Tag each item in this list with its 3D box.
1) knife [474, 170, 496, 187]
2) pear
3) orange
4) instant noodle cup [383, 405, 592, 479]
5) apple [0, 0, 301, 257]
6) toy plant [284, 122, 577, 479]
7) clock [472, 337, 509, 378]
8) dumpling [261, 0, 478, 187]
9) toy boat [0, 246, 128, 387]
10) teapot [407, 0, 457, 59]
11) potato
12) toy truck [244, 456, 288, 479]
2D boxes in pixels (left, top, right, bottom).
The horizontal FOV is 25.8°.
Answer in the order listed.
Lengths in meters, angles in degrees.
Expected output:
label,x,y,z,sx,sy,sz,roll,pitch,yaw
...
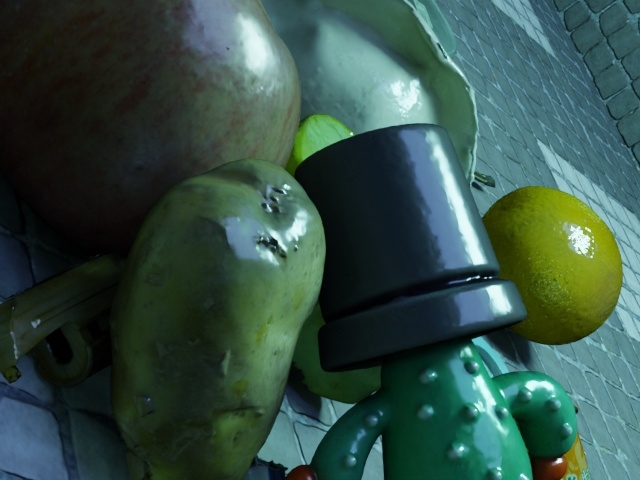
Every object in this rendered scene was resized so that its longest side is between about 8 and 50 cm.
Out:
label,x,y,z,sx,sy,sz,roll,pitch,yaw
knife,0.218,-0.127,2.283,0.222,0.021,0.046,21,39,-48
pear,0.000,0.000,1.484,0.286,0.176,0.282,43,22,-28
orange,0.326,0.036,2.028,0.236,0.236,0.236,44,25,-27
instant noodle cup,0.190,0.293,1.414,0.182,0.230,0.230,66,23,2
apple,-0.154,-0.155,1.253,0.345,0.269,0.345,44,24,-25
toy plant,0.102,0.108,1.223,0.279,0.185,0.400,-1,73,-51
clock,0.202,0.183,1.794,0.108,0.045,0.147,45,25,-22
dumpling,0.039,-0.167,1.666,0.341,0.260,0.181,63,16,16
toy boat,-0.200,0.069,1.121,0.088,0.068,0.226,63,22,-4
teapot,0.054,-0.224,1.826,0.171,0.225,0.203,31,33,-40
potato,-0.090,0.079,1.118,0.191,0.141,0.296,-13,115,-63
toy truck,-0.039,0.272,1.154,0.088,0.074,0.202,32,31,-35
